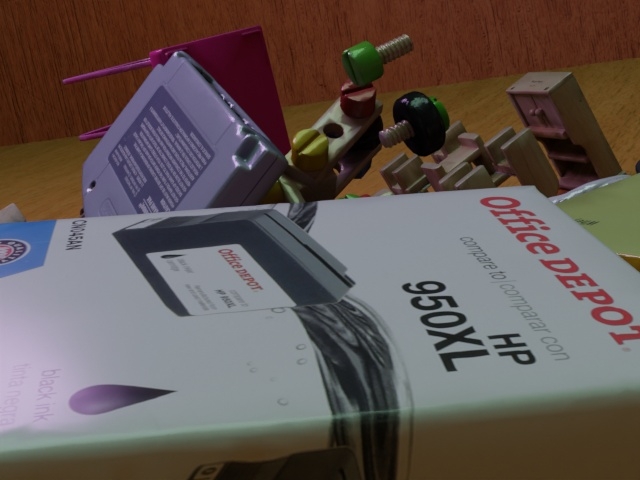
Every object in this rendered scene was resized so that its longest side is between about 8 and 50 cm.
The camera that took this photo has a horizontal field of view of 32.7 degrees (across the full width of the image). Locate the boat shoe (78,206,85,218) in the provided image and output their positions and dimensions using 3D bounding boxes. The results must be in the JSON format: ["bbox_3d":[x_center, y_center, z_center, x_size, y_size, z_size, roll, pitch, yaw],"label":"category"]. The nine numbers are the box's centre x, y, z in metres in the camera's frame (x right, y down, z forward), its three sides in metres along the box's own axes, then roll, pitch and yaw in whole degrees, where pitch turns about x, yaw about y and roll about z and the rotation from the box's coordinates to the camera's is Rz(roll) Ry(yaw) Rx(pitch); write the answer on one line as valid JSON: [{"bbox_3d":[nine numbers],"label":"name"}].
[{"bbox_3d":[-0.288,-0.026,1.527,0.123,0.116,0.324,3,19,46],"label":"boat shoe"}]

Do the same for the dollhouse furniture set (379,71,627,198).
[{"bbox_3d":[0.239,-0.079,1.381,0.242,0.161,0.212,-38,20,-13],"label":"dollhouse furniture set"}]

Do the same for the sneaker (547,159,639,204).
[{"bbox_3d":[0.322,-0.028,1.097,0.269,0.101,0.153,-7,12,-8],"label":"sneaker"}]

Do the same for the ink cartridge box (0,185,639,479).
[{"bbox_3d":[-0.031,0.096,0.562,0.395,0.166,0.285,-5,20,-8],"label":"ink cartridge box"}]

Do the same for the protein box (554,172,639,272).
[{"bbox_3d":[0.257,0.041,0.771,0.201,0.136,0.200,-19,16,-32],"label":"protein box"}]

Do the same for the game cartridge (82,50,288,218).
[{"bbox_3d":[-0.148,-0.061,1.061,0.196,0.060,0.294,-48,34,6],"label":"game cartridge"}]

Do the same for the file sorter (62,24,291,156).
[{"bbox_3d":[-0.163,-0.089,1.329,0.182,0.290,0.202,-6,14,32],"label":"file sorter"}]

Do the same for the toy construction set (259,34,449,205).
[{"bbox_3d":[0.000,0.000,1.054,0.237,0.257,0.309,-28,-3,-16],"label":"toy construction set"}]

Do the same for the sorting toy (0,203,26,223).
[{"bbox_3d":[-0.398,0.098,1.015,0.255,0.089,0.257,-34,10,14],"label":"sorting toy"}]
